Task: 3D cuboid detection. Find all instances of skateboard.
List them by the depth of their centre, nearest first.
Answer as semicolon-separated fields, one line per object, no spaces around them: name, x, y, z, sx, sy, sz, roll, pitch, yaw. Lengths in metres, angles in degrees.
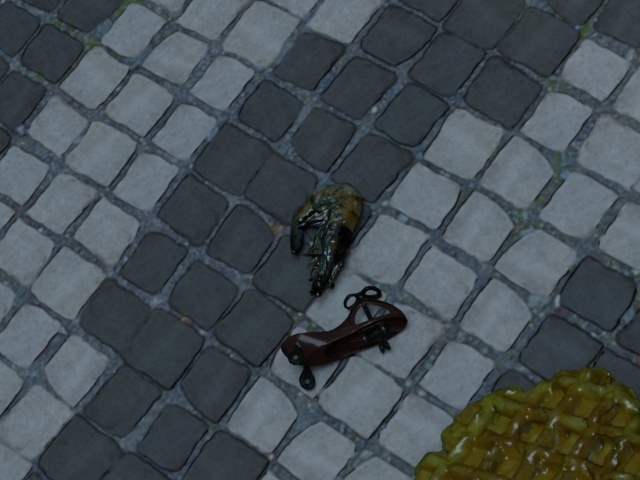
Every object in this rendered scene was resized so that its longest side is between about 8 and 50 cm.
skateboard;0.026;0.108;1.891;0.151;0.067;0.080;-22;52;0

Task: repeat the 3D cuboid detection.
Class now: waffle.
waffle;0.227;0.266;1.692;0.302;0.068;0.325;-24;36;12

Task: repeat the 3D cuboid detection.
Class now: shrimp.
shrimp;0.000;0.000;1.962;0.091;0.034;0.161;-1;59;29
